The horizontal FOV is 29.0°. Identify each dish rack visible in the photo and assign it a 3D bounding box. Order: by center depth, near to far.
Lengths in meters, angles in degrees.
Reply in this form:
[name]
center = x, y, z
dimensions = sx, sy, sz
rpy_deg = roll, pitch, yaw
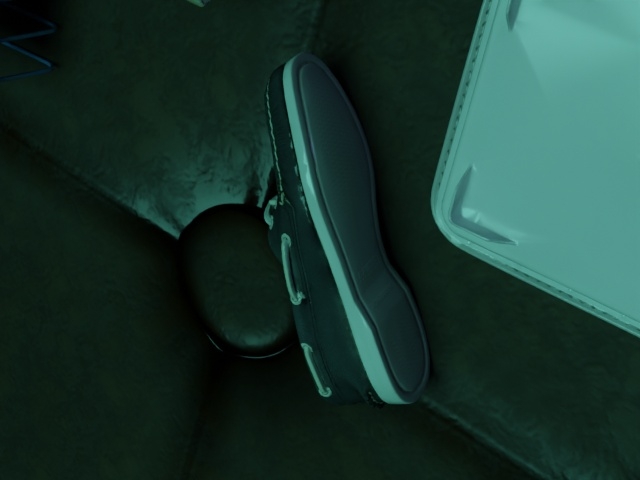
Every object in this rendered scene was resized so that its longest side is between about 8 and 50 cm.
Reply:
[dish rack]
center = 0.230, -0.059, 0.863
dimensions = 0.333, 0.072, 0.285
rpy_deg = 27, 118, 25

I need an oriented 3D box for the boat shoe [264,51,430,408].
[boat shoe]
center = 0.000, 0.000, 1.020
dimensions = 0.091, 0.114, 0.302
rpy_deg = -11, 98, 32

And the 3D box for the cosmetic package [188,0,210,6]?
[cosmetic package]
center = -0.181, -0.329, 0.997
dimensions = 0.309, 0.113, 0.160
rpy_deg = 30, 77, 26

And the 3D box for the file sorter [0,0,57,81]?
[file sorter]
center = -0.313, -0.247, 1.168
dimensions = 0.118, 0.104, 0.170
rpy_deg = 26, 119, 26
